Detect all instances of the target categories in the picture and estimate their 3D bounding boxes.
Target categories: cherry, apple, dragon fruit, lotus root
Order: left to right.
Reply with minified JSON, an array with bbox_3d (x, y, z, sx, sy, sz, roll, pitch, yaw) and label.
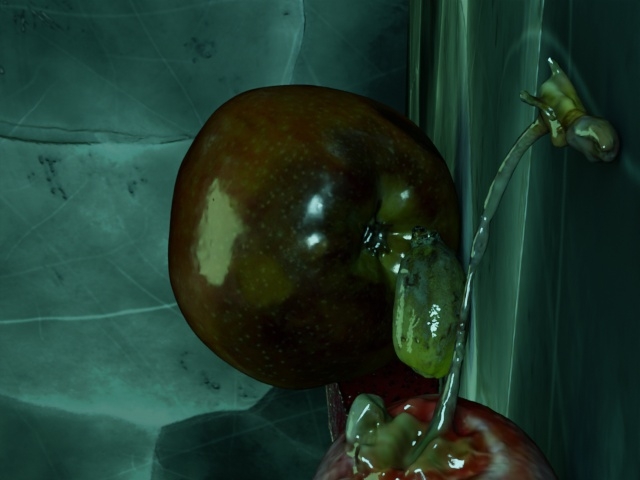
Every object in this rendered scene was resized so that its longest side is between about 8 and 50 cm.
[{"bbox_3d":[0.000,0.000,1.092,0.230,0.229,0.230,1,-90,-88],"label":"apple"},{"bbox_3d":[0.058,0.161,1.277,0.096,0.102,0.147,86,180,-47],"label":"dragon fruit"},{"bbox_3d":[0.071,0.039,0.973,0.054,0.049,0.099,44,-134,-76],"label":"lotus root"},{"bbox_3d":[0.042,0.066,0.450,0.107,0.090,0.226,-61,-16,-60],"label":"cherry"}]
